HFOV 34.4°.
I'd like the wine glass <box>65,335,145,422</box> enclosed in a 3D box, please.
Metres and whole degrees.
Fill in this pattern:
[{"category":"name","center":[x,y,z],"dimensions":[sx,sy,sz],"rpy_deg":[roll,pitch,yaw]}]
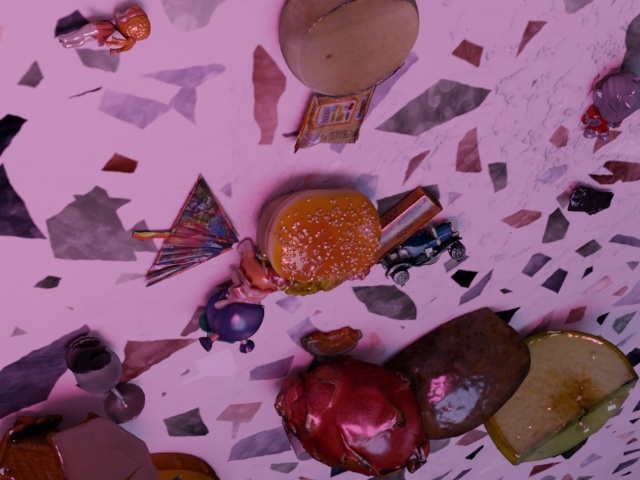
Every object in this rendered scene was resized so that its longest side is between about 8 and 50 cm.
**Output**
[{"category":"wine glass","center":[-0.360,0.233,1.738],"dimensions":[0.079,0.079,0.195],"rpy_deg":[-25,146,-4]}]

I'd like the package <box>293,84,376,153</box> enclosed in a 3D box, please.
[{"category":"package","center":[0.021,-0.178,1.518],"dimensions":[0.121,0.031,0.108],"rpy_deg":[-12,142,-30]}]

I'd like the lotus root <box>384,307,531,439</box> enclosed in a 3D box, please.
[{"category":"lotus root","center":[0.279,0.279,2.145],"dimensions":[0.314,0.210,0.142],"rpy_deg":[-37,157,-10]}]

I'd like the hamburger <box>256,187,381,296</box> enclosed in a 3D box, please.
[{"category":"hamburger","center":[0.000,0.000,1.623],"dimensions":[0.210,0.116,0.173],"rpy_deg":[-3,116,-31]}]

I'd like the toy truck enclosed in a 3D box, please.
[{"category":"toy truck","center":[0.172,0.011,1.819],"dimensions":[0.154,0.080,0.078],"rpy_deg":[-24,123,-6]}]

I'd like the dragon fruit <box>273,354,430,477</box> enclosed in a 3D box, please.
[{"category":"dragon fruit","center":[0.076,0.343,2.017],"dimensions":[0.250,0.315,0.250],"rpy_deg":[-56,172,-12]}]

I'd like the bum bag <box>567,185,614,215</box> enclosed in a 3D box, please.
[{"category":"bum bag","center":[0.510,-0.075,1.962],"dimensions":[0.124,0.034,0.058],"rpy_deg":[10,121,-41]}]

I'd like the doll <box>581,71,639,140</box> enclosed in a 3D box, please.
[{"category":"doll","center":[0.494,-0.226,1.737],"dimensions":[0.094,0.079,0.180],"rpy_deg":[8,150,-8]}]

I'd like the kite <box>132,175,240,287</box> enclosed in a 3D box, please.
[{"category":"kite","center":[-0.201,-0.013,1.594],"dimensions":[0.183,0.014,0.241],"rpy_deg":[1,135,-30]}]

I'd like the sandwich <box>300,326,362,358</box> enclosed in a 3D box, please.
[{"category":"sandwich","center":[0.021,0.198,1.986],"dimensions":[0.135,0.029,0.067],"rpy_deg":[-3,139,-31]}]

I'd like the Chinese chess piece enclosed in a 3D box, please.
[{"category":"Chinese chess piece","center":[0.037,-0.279,1.364],"dimensions":[0.188,0.083,0.188],"rpy_deg":[-19,147,-13]}]

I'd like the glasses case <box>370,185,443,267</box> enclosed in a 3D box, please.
[{"category":"glasses case","center":[0.129,-0.019,1.779],"dimensions":[0.170,0.041,0.065],"rpy_deg":[-39,142,17]}]

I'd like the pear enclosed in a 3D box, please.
[{"category":"pear","center":[0.520,0.355,2.356],"dimensions":[0.342,0.238,0.318],"rpy_deg":[-32,157,-3]}]

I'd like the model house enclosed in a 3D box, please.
[{"category":"model house","center":[-0.442,0.389,1.814],"dimensions":[0.229,0.219,0.199],"rpy_deg":[-1,-166,33]}]

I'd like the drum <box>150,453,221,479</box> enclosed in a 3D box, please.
[{"category":"drum","center":[-0.376,0.637,2.116],"dimensions":[0.431,0.214,0.431],"rpy_deg":[-17,144,-13]}]

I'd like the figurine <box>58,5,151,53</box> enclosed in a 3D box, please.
[{"category":"figurine","center":[-0.257,-0.247,1.241],"dimensions":[0.109,0.047,0.064],"rpy_deg":[-16,172,-6]}]

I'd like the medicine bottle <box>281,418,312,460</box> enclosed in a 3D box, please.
[{"category":"medicine bottle","center":[-0.038,0.404,2.150],"dimensions":[0.058,0.091,0.058],"rpy_deg":[-18,143,-14]}]

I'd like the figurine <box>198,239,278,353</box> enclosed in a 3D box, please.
[{"category":"figurine","center":[-0.132,0.099,1.700],"dimensions":[0.111,0.102,0.195],"rpy_deg":[5,134,-33]}]
